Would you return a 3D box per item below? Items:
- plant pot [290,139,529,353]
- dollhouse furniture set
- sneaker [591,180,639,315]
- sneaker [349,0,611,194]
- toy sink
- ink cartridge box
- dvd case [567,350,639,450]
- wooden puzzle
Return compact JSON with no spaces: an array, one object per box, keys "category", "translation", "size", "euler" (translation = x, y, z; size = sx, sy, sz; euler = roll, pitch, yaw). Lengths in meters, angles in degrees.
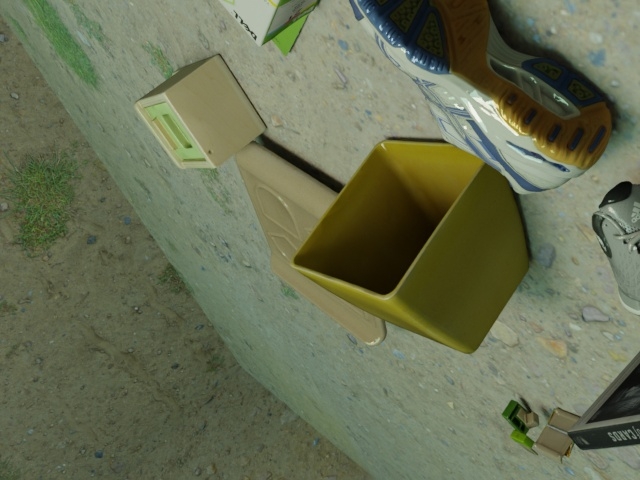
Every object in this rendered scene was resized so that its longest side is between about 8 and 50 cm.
[{"category":"plant pot","translation":[0.130,0.019,0.862],"size":[0.187,0.212,0.212],"euler":[45,164,-31]},{"category":"dollhouse furniture set","translation":[0.360,0.307,1.102],"size":[0.058,0.076,0.151],"euler":[43,166,-24]},{"category":"sneaker","translation":[0.297,0.010,0.596],"size":[0.132,0.086,0.228],"euler":[58,178,-4]},{"category":"sneaker","translation":[0.125,-0.153,0.662],"size":[0.296,0.112,0.131],"euler":[46,161,7]},{"category":"toy sink","translation":[-0.231,-0.222,1.246],"size":[0.153,0.131,0.234],"euler":[57,159,-23]},{"category":"ink cartridge box","translation":[-0.099,-0.324,0.832],"size":[0.189,0.097,0.255],"euler":[48,160,-1]},{"category":"dvd case","translation":[0.336,0.110,0.610],"size":[0.030,0.179,0.239],"euler":[48,160,9]},{"category":"wooden puzzle","translation":[0.000,0.000,1.274],"size":[0.322,0.080,0.348],"euler":[35,152,32]}]
